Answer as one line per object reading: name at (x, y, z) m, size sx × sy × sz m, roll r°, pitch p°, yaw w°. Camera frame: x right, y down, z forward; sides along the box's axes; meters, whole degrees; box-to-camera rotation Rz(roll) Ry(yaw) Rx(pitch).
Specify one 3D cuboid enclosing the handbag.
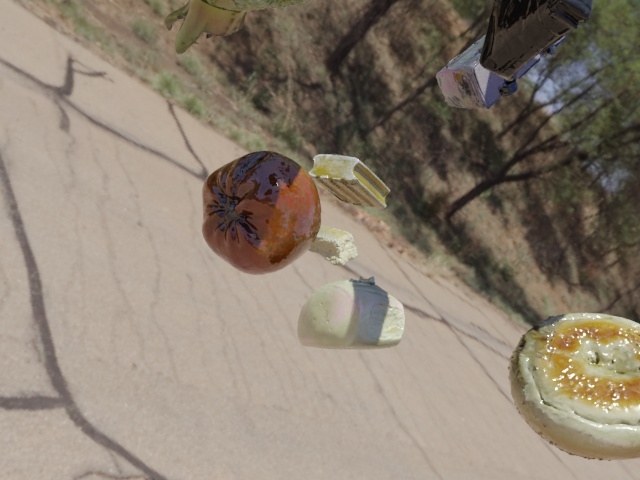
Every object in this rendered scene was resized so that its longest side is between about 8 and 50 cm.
handbag at (0.334, -0.387, 0.982) m, size 0.080 × 0.246 × 0.223 m, roll 21°, pitch -17°, yaw -9°

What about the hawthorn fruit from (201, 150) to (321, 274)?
hawthorn fruit at (-0.115, -0.060, 1.482) m, size 0.298 × 0.277 × 0.277 m, roll 13°, pitch 31°, yaw -51°

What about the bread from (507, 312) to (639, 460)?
bread at (0.490, 0.261, 1.163) m, size 0.305 × 0.306 × 0.158 m, roll -125°, pitch -161°, yaw -45°

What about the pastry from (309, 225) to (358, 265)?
pastry at (-0.005, 0.002, 1.982) m, size 0.258 × 0.089 × 0.121 m, roll 17°, pitch 37°, yaw 36°

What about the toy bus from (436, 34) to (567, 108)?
toy bus at (0.369, -0.380, 1.331) m, size 0.138 × 0.317 × 0.112 m, roll 6°, pitch -50°, yaw 54°

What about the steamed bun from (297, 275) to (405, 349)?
steamed bun at (0.060, 0.151, 1.362) m, size 0.170 × 0.152 × 0.239 m, roll 8°, pitch -8°, yaw -32°

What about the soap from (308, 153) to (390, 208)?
soap at (0.101, -0.188, 2.133) m, size 0.174 × 0.089 × 0.274 m, roll 9°, pitch -12°, yaw 29°

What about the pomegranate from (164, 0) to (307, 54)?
pomegranate at (-0.103, -0.379, 0.796) m, size 0.260 × 0.340 × 0.260 m, roll 24°, pitch 37°, yaw -20°
